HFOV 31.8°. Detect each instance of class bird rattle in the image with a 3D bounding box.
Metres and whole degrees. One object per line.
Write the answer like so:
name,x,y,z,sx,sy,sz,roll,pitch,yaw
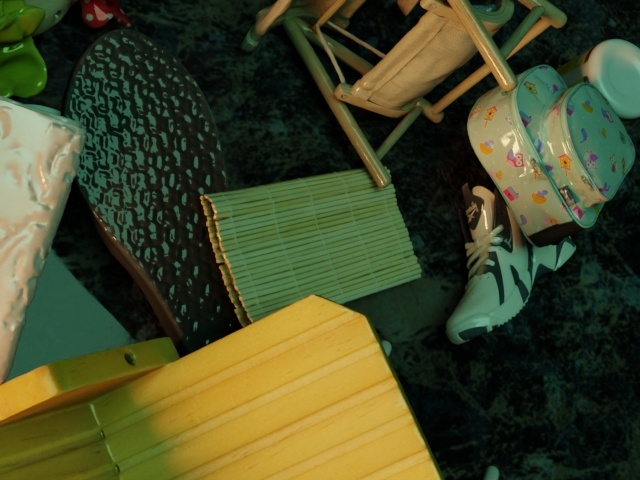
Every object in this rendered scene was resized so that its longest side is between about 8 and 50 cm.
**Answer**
bird rattle,-0.321,-0.275,1.187,0.207,0.143,0.253,34,61,4

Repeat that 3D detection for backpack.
backpack,0.268,-0.111,1.319,0.188,0.144,0.166,50,45,-6

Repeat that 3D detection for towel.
towel,-0.418,-0.001,1.049,0.316,0.053,0.332,18,87,-15

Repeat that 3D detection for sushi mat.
sushi mat,0.000,0.000,1.257,0.316,0.019,0.151,-14,84,-50

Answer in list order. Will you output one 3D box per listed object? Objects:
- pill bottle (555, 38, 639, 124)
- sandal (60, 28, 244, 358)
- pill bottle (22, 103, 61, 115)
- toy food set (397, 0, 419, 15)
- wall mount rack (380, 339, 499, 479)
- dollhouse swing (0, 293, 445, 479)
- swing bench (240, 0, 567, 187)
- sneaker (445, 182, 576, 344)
pill bottle,0.331,-0.177,1.429,0.103,0.184,0.103,7,74,-24
sandal,-0.163,-0.004,1.211,0.167,0.107,0.446,-28,102,-29
pill bottle,-0.302,-0.064,1.162,0.078,0.078,0.137,19,69,-20
toy food set,0.035,-0.357,1.381,0.071,0.128,0.218,-38,99,-8
wall mount rack,0.064,0.280,1.224,0.304,0.130,0.350,-43,97,-24
dollhouse swing,-0.088,0.238,0.990,0.347,0.305,0.315,66,21,8
swing bench,0.088,-0.242,1.279,0.255,0.253,0.165,45,51,-7
sneaker,0.199,0.011,1.370,0.235,0.094,0.153,-38,93,-28
